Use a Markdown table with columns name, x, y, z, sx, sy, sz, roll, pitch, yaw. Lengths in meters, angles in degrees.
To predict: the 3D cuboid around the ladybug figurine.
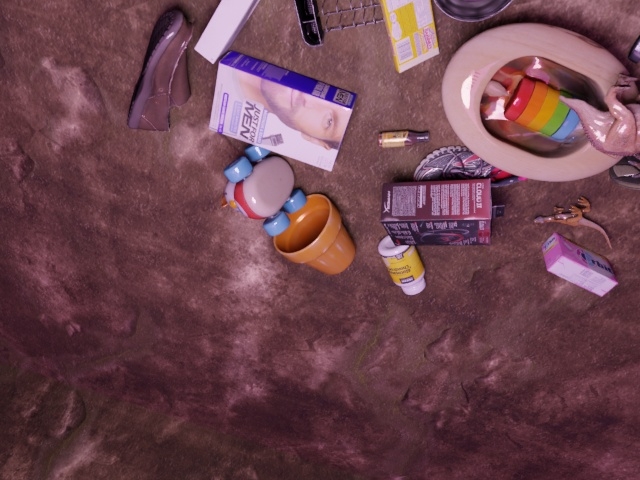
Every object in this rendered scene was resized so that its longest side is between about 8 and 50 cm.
| name | x | y | z | sx | sy | sz | roll | pitch | yaw |
| --- | --- | --- | --- | --- | --- | --- | --- | --- | --- |
| ladybug figurine | 0.475 | -0.298 | 1.097 | 0.449 | 0.162 | 0.305 | 24 | 115 | -6 |

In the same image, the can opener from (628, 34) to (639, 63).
| name | x | y | z | sx | sy | sz | roll | pitch | yaw |
| --- | --- | --- | --- | --- | --- | --- | --- | --- | --- |
| can opener | 0.718 | -0.438 | 1.015 | 0.073 | 0.059 | 0.186 | 23 | 129 | -4 |

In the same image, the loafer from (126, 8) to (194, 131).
| name | x | y | z | sx | sy | sz | roll | pitch | yaw |
| --- | --- | --- | --- | --- | --- | --- | --- | --- | --- |
| loafer | -0.387 | -0.417 | 1.273 | 0.130 | 0.133 | 0.366 | 14 | 144 | -28 |

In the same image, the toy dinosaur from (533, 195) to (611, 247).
| name | x | y | z | sx | sy | sz | roll | pitch | yaw |
| --- | --- | --- | --- | --- | --- | --- | --- | --- | --- |
| toy dinosaur | 0.685 | -0.056 | 1.331 | 0.212 | 0.064 | 0.112 | 14 | 148 | 14 |

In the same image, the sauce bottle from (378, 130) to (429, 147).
| name | x | y | z | sx | sy | sz | roll | pitch | yaw |
| --- | --- | --- | --- | --- | --- | --- | --- | --- | --- |
| sauce bottle | 0.214 | -0.263 | 1.286 | 0.128 | 0.042 | 0.042 | -3 | 126 | 13 |

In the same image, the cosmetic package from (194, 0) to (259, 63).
| name | x | y | z | sx | sy | sz | roll | pitch | yaw |
| --- | --- | --- | --- | --- | --- | --- | --- | --- | --- |
| cosmetic package | -0.195 | -0.527 | 1.141 | 0.060 | 0.099 | 0.239 | 36 | 126 | -15 |

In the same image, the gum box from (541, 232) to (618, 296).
| name | x | y | z | sx | sy | sz | roll | pitch | yaw |
| --- | --- | --- | --- | --- | --- | --- | --- | --- | --- |
| gum box | 0.716 | 0.068 | 1.378 | 0.188 | 0.107 | 0.062 | 25 | 129 | -6 |

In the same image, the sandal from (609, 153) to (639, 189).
| name | x | y | z | sx | sy | sz | roll | pitch | yaw |
| --- | --- | --- | --- | --- | --- | --- | --- | --- | --- |
| sandal | 0.850 | -0.144 | 1.182 | 0.303 | 0.120 | 0.086 | 3 | 142 | 11 |

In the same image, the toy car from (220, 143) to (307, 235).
| name | x | y | z | sx | sy | sz | roll | pitch | yaw |
| --- | --- | --- | --- | --- | --- | --- | --- | --- | --- |
| toy car | -0.205 | -0.129 | 1.402 | 0.238 | 0.210 | 0.219 | -16 | 119 | 39 |

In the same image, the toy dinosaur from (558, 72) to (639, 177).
| name | x | y | z | sx | sy | sz | roll | pitch | yaw |
| --- | --- | --- | --- | --- | --- | --- | --- | --- | --- |
| toy dinosaur | 0.616 | -0.207 | 0.976 | 0.296 | 0.127 | 0.200 | 8 | 123 | 8 |

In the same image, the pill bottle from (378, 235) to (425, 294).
| name | x | y | z | sx | sy | sz | roll | pitch | yaw |
| --- | --- | --- | --- | --- | --- | --- | --- | --- | --- |
| pill bottle | 0.251 | 0.073 | 1.497 | 0.103 | 0.103 | 0.184 | -16 | 122 | 24 |

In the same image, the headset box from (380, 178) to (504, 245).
| name | x | y | z | sx | sy | sz | roll | pitch | yaw |
| --- | --- | --- | --- | --- | --- | --- | --- | --- | --- |
| headset box | 0.321 | -0.065 | 1.295 | 0.293 | 0.110 | 0.218 | -1 | 163 | 19 |

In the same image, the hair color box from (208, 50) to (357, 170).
| name | x | y | z | sx | sy | sz | roll | pitch | yaw |
| --- | --- | --- | --- | --- | --- | --- | --- | --- | --- |
| hair color box | -0.097 | -0.326 | 1.270 | 0.339 | 0.110 | 0.185 | 18 | 128 | -3 |

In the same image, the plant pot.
| name | x | y | z | sx | sy | sz | roll | pitch | yaw |
| --- | --- | --- | --- | --- | --- | --- | --- | --- | --- |
| plant pot | 0.000 | 0.000 | 1.458 | 0.205 | 0.205 | 0.188 | -23 | 135 | 28 |

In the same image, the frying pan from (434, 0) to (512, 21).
| name | x | y | z | sx | sy | sz | roll | pitch | yaw |
| --- | --- | --- | --- | --- | --- | --- | --- | --- | --- |
| frying pan | 0.381 | -0.564 | 1.003 | 0.326 | 0.053 | 0.197 | -8 | 125 | 17 |

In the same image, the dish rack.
| name | x | y | z | sx | sy | sz | roll | pitch | yaw |
| --- | --- | --- | --- | --- | --- | --- | --- | --- | --- |
| dish rack | 0.076 | -0.550 | 1.073 | 0.272 | 0.074 | 0.208 | -4 | 128 | 15 |

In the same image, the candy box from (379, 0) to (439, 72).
| name | x | y | z | sx | sy | sz | roll | pitch | yaw |
| --- | --- | --- | --- | --- | --- | --- | --- | --- | --- |
| candy box | 0.191 | -0.478 | 1.081 | 0.105 | 0.027 | 0.206 | -28 | 133 | -4 |

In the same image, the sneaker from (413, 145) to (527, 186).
| name | x | y | z | sx | sy | sz | roll | pitch | yaw |
| --- | --- | --- | --- | --- | --- | --- | --- | --- | --- |
| sneaker | 0.381 | -0.179 | 1.265 | 0.299 | 0.112 | 0.120 | -13 | 123 | 23 |
